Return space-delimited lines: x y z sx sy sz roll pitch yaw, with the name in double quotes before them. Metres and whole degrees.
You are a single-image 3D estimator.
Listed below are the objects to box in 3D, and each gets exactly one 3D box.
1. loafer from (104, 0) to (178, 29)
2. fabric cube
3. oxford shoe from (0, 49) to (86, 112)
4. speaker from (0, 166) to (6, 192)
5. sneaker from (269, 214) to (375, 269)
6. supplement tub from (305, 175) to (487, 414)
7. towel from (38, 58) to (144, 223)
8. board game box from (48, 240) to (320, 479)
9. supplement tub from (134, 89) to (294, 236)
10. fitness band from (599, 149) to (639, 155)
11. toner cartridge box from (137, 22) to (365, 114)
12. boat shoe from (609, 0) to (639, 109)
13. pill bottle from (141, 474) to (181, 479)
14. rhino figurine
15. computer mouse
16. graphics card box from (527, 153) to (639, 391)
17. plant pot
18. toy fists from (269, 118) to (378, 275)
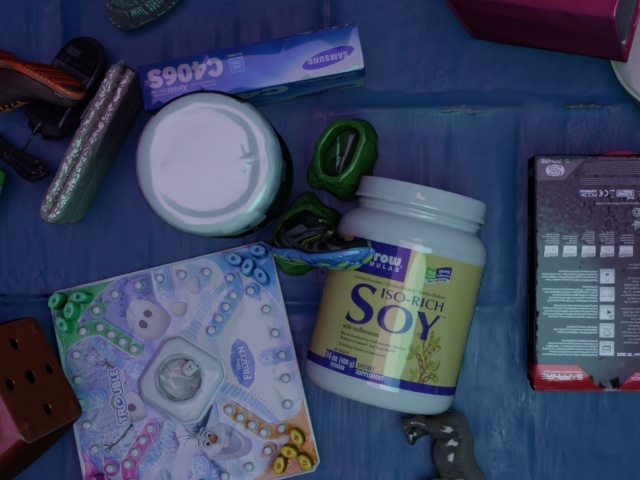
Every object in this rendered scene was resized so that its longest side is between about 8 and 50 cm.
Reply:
"loafer" -0.258 -0.461 1.636 0.267 0.084 0.096 -44 119 5
"fabric cube" 0.359 -0.440 1.477 0.258 0.254 0.259 15 91 23
"oxford shoe" -0.493 -0.248 1.589 0.271 0.097 0.098 21 102 28
"speaker" -0.642 -0.011 1.613 0.131 0.131 0.296 30 91 3
"sneaker" 0.000 0.000 1.437 0.188 0.067 0.078 7 78 43
"supplement tub" 0.124 0.083 1.516 0.241 0.241 0.331 13 90 3
"towel" -0.364 -0.154 1.571 0.049 0.187 0.282 28 90 -1
"board game box" -0.232 0.229 1.602 0.390 0.050 0.390 -14 81 2
"supplement tub" -0.148 -0.106 1.483 0.207 0.338 0.207 0 89 3
"fitness band" 0.515 -0.009 1.593 0.209 0.054 0.291 -32 87 2
"toner cartridge box" -0.104 -0.265 1.571 0.348 0.165 0.075 -11 90 3
"boat shoe" 0.562 -0.242 1.586 0.112 0.095 0.335 -32 83 14
"pill bottle" -0.271 0.402 1.629 0.083 0.043 0.043 1 89 3
"rhino figurine" 0.216 0.390 1.592 0.106 0.073 0.243 -17 90 5
"computer mouse" -0.468 -0.233 1.648 0.184 0.060 0.262 25 86 23
"graphics card box" 0.444 0.049 1.530 0.233 0.094 0.370 -1 92 6
"plant pot" -0.537 0.260 1.509 0.236 0.267 0.267 -27 88 15
"toy fists" 0.008 -0.070 1.577 0.096 0.142 0.279 26 90 20
